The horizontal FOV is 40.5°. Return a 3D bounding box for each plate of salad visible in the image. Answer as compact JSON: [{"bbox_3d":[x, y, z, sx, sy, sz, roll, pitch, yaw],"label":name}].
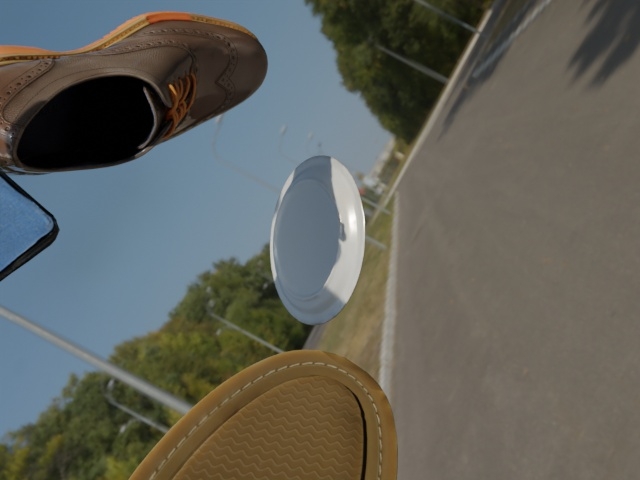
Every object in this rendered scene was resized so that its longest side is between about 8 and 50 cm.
[{"bbox_3d":[0.000,0.000,1.023,0.200,0.048,0.200,-10,78,56],"label":"plate of salad"}]

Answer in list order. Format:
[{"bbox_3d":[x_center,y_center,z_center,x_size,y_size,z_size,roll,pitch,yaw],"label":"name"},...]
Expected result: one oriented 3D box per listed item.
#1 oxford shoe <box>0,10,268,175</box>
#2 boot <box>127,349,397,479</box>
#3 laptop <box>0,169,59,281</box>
[{"bbox_3d":[-0.160,-0.123,0.788,0.363,0.132,0.130,-28,-48,-44],"label":"oxford shoe"},{"bbox_3d":[-0.049,0.208,0.410,0.220,0.109,0.283,94,-167,-61],"label":"boot"},{"bbox_3d":[-0.318,-0.068,0.156,0.236,0.382,0.408,-50,-5,-7],"label":"laptop"}]
